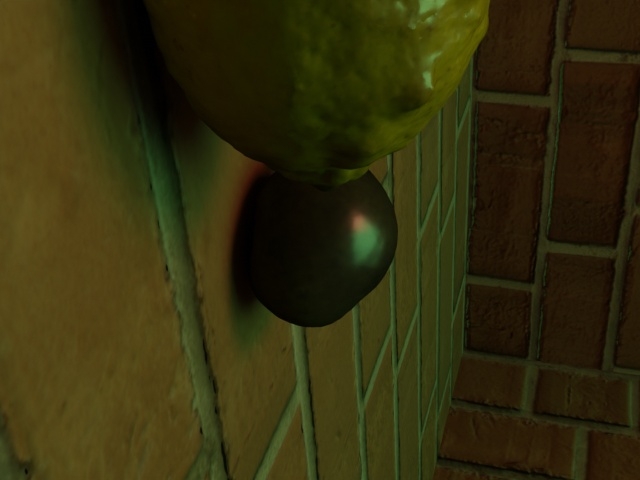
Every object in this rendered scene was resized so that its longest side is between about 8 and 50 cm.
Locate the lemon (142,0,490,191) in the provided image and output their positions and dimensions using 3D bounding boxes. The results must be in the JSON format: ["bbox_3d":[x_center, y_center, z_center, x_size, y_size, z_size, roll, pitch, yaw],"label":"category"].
[{"bbox_3d":[-0.004,-0.201,0.637,0.316,0.285,0.285,-63,168,13],"label":"lemon"}]

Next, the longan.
[{"bbox_3d":[0.000,0.000,0.914,0.187,0.167,0.167,-60,161,-5],"label":"longan"}]
